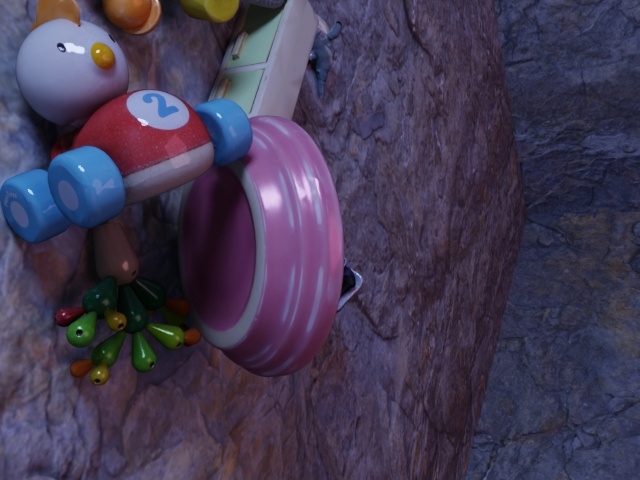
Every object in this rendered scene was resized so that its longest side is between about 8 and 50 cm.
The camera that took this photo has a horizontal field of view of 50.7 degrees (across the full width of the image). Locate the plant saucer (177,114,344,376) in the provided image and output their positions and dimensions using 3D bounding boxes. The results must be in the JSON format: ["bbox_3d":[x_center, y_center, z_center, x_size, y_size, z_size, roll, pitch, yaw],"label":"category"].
[{"bbox_3d":[-0.097,0.008,0.852,0.084,0.332,0.332,-2,91,-33],"label":"plant saucer"}]

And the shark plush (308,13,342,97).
[{"bbox_3d":[-0.011,-0.359,1.303,0.067,0.073,0.161,-31,140,-38],"label":"shark plush"}]

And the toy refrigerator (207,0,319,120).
[{"bbox_3d":[-0.092,-0.270,1.059,0.094,0.102,0.270,49,48,-52],"label":"toy refrigerator"}]

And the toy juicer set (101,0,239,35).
[{"bbox_3d":[-0.215,-0.403,0.792,0.209,0.089,0.329,-26,132,-26],"label":"toy juicer set"}]

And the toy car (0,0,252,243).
[{"bbox_3d":[-0.233,-0.152,0.704,0.219,0.210,0.238,-35,108,-45],"label":"toy car"}]

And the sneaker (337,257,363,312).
[{"bbox_3d":[0.000,0.000,1.173,0.099,0.153,0.282,42,53,-56],"label":"sneaker"}]

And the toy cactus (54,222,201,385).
[{"bbox_3d":[-0.235,0.072,0.807,0.219,0.112,0.181,-5,75,-60],"label":"toy cactus"}]

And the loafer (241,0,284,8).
[{"bbox_3d":[-0.156,-0.394,0.974,0.251,0.087,0.094,4,108,-50],"label":"loafer"}]
